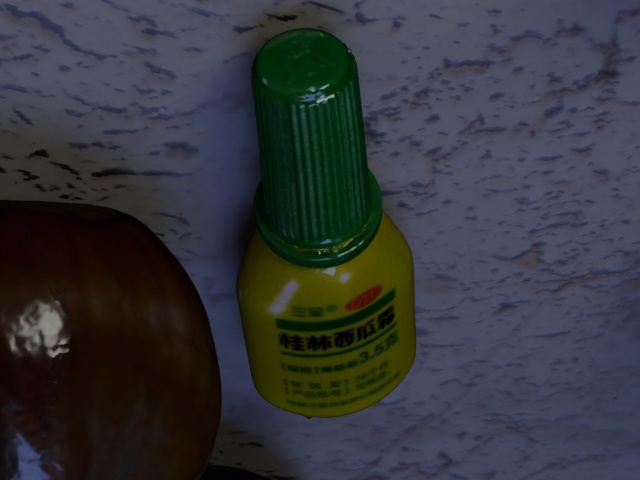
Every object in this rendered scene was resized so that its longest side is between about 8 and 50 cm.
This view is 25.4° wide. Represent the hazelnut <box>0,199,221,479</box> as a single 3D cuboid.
[{"bbox_3d":[-0.173,0.089,0.784,0.230,0.229,0.229,-8,142,-7],"label":"hazelnut"}]

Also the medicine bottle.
[{"bbox_3d":[0.000,0.000,0.834,0.111,0.076,0.309,-17,142,-8],"label":"medicine bottle"}]

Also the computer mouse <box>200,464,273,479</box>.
[{"bbox_3d":[-0.088,0.238,1.084,0.170,0.100,0.269,-13,147,7],"label":"computer mouse"}]
